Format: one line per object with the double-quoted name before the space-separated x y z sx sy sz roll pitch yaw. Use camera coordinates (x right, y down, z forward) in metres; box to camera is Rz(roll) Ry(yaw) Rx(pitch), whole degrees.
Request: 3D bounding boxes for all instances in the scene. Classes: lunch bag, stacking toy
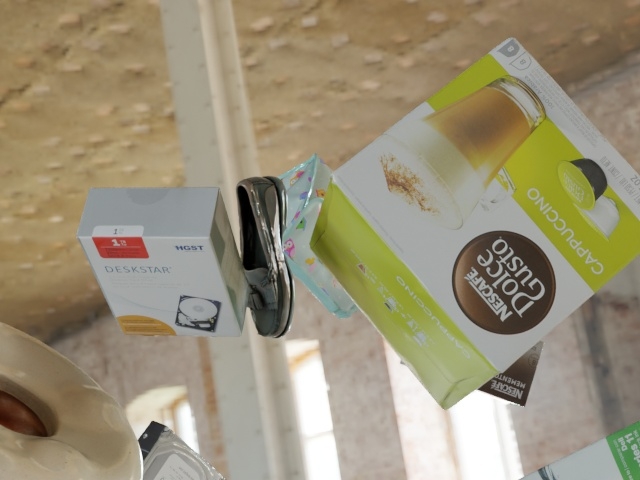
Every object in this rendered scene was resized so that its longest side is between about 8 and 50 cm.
"lunch bag" 0.000 0.000 2.183 0.160 0.262 0.223 -31 -62 26
"stacking toy" -0.460 0.348 1.314 0.480 0.350 0.350 -55 -30 12

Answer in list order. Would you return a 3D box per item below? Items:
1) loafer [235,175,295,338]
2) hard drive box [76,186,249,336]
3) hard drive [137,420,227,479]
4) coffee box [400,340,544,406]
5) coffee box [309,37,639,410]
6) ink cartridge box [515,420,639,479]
"loafer" -0.104 0.028 1.865 0.096 0.268 0.084 -4 -2 39
"hard drive box" -0.208 0.032 1.563 0.181 0.089 0.232 0 -38 10
"hard drive" -0.356 0.572 2.344 0.064 0.339 0.237 11 -32 46
"coffee box" 0.301 0.224 2.272 0.246 0.141 0.098 23 -8 -16
"coffee box" 0.221 -0.007 1.628 0.334 0.338 0.338 -38 -9 -15
"ink cartridge box" 0.301 0.284 1.240 0.208 0.087 0.153 -31 -32 21
